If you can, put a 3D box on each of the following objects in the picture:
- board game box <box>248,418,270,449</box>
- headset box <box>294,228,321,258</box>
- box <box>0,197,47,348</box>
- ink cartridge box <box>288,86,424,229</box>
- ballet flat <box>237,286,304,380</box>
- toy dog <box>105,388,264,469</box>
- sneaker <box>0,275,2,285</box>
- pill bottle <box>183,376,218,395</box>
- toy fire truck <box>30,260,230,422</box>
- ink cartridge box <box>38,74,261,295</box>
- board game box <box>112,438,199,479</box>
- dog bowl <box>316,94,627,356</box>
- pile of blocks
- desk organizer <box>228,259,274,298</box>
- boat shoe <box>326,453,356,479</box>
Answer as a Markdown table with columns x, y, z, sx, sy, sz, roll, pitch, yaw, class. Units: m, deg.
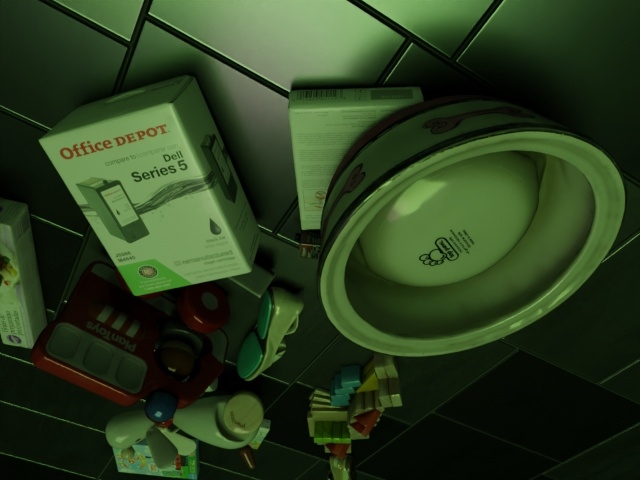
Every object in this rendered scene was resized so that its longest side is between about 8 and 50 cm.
| x | y | z | sx | sy | sz | roll | pitch | yaw | class |
| --- | --- | --- | --- | --- | --- | --- | --- | --- | --- |
| -0.211 | 0.457 | 1.273 | 0.154 | 0.026 | 0.103 | 18 | 128 | -11 | board game box |
| 0.000 | 0.000 | 0.853 | 0.084 | 0.062 | 0.032 | 7 | 129 | -2 | headset box |
| -0.551 | 0.069 | 0.939 | 0.063 | 0.067 | 0.323 | 12 | 131 | -6 | box |
| 0.052 | -0.114 | 0.769 | 0.181 | 0.056 | 0.224 | -1 | 137 | 4 | ink cartridge box |
| -0.093 | 0.187 | 1.012 | 0.086 | 0.086 | 0.248 | 17 | 128 | -11 | ballet flat |
| -0.260 | 0.416 | 1.100 | 0.334 | 0.160 | 0.220 | -13 | 167 | 14 | toy dog |
| -0.693 | 0.012 | 0.825 | 0.411 | 0.158 | 0.182 | 16 | 145 | 10 | sneaker |
| -0.285 | 0.307 | 1.124 | 0.120 | 0.067 | 0.067 | -12 | 128 | 13 | pill bottle |
| -0.299 | 0.170 | 0.887 | 0.302 | 0.253 | 0.169 | 38 | 122 | -26 | toy fire truck |
| -0.229 | -0.071 | 0.756 | 0.199 | 0.114 | 0.272 | -12 | 123 | 12 | ink cartridge box |
| -0.426 | 0.564 | 1.367 | 0.212 | 0.039 | 0.160 | 8 | 130 | -2 | board game box |
| 0.183 | -0.017 | 0.727 | 0.409 | 0.150 | 0.407 | -8 | 135 | -8 | dog bowl |
| 0.059 | 0.377 | 1.136 | 0.149 | 0.112 | 0.362 | 18 | 128 | -12 | pile of blocks |
| -0.145 | 0.043 | 0.904 | 0.130 | 0.050 | 0.047 | 33 | 92 | -4 | desk organizer |
| 0.053 | 0.629 | 1.389 | 0.072 | 0.068 | 0.189 | 5 | 121 | 15 | boat shoe |
